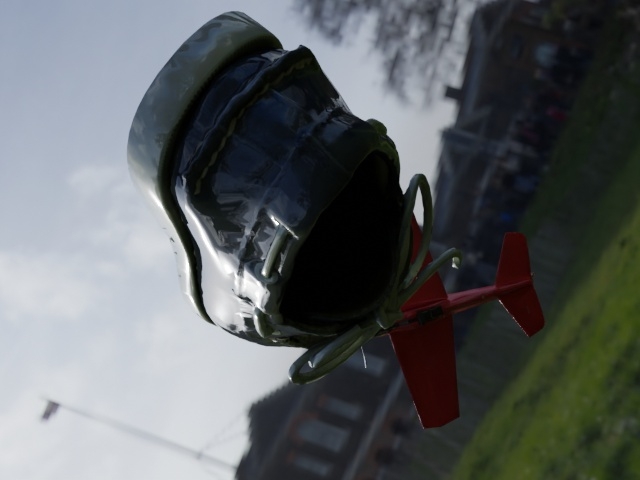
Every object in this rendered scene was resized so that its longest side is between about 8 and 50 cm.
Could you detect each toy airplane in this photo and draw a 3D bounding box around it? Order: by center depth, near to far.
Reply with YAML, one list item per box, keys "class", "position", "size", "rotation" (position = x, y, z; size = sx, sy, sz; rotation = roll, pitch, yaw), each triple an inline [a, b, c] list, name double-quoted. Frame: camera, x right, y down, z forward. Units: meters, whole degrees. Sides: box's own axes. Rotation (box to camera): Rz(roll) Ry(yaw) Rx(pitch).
- class: "toy airplane"
  position: [0.085, 0.042, 0.922]
  size: [0.028, 0.151, 0.151]
  rotation: [-5, 60, 62]

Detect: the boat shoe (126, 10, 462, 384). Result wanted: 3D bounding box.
- class: "boat shoe"
  position: [0.000, 0.000, 0.556]
  size: [0.095, 0.079, 0.254]
  rotation: [-48, -19, -14]
